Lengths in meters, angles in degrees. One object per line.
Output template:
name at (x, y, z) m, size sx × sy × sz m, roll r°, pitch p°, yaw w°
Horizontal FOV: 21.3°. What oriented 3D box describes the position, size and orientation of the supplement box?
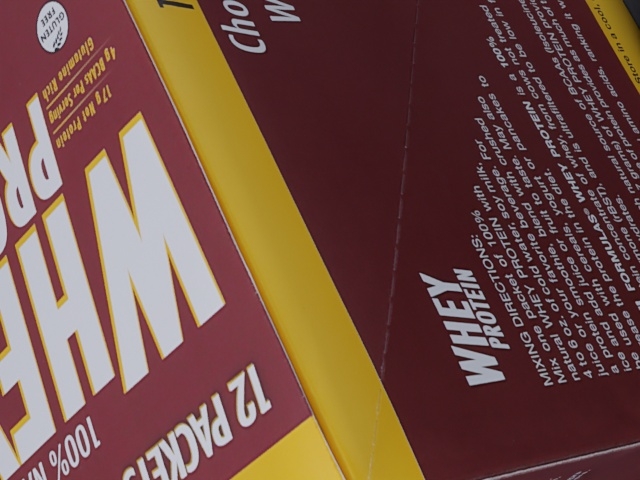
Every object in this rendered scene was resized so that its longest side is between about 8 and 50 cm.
supplement box at (0.000, 0.000, 0.459) m, size 0.129 × 0.194 × 0.191 m, roll -42°, pitch 64°, yaw 38°
